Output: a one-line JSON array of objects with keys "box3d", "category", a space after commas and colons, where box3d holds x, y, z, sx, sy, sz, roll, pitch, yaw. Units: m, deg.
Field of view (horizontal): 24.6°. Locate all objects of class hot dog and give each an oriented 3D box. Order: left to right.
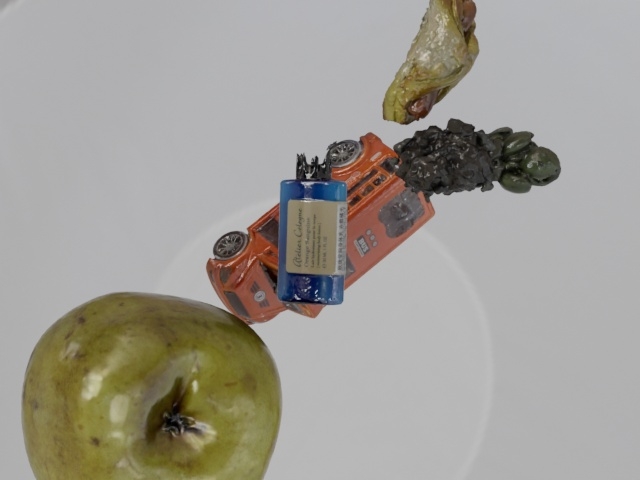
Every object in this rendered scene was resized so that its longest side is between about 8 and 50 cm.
[{"box3d": [0.121, -0.183, 1.427, 0.061, 0.169, 0.078, 22, 176, 32], "category": "hot dog"}]

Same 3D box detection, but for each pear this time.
[{"box3d": [-0.203, 0.206, 1.721, 0.304, 0.304, 0.304, 38, 180, 0], "category": "pear"}]

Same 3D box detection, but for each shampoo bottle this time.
[{"box3d": [-0.009, -0.014, 1.777, 0.087, 0.183, 0.050, 3, -177, 25], "category": "shampoo bottle"}]

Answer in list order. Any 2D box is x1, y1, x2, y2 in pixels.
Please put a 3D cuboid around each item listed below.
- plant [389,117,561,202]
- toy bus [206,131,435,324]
[{"box3d": [0.155, -0.078, 1.426, 0.174, 0.087, 0.085, 2, -164, -11], "category": "plant"}, {"box3d": [0.000, 0.000, 2.145, 0.153, 0.329, 0.143, 39, 162, 47], "category": "toy bus"}]
